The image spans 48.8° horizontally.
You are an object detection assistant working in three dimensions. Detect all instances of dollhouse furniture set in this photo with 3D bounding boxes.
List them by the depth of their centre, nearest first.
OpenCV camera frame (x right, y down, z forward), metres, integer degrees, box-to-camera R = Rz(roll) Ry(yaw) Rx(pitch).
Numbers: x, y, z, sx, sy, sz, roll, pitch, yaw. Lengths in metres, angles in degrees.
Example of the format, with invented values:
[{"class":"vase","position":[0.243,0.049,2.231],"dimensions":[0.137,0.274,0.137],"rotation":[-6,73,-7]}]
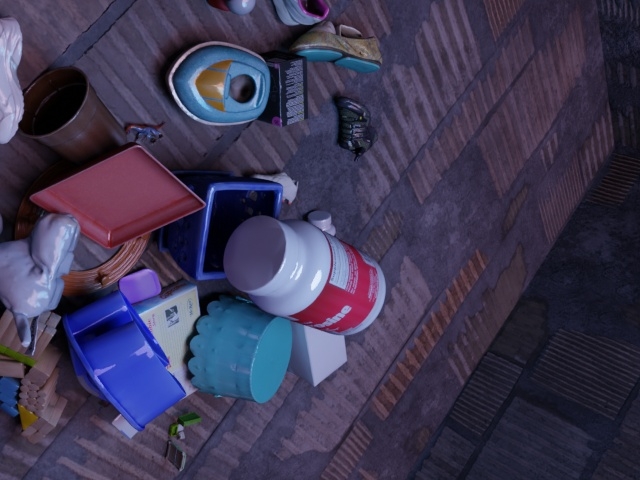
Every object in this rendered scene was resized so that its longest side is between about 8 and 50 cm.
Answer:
[{"class":"dollhouse furniture set","position":[-0.381,0.558,1.975],"dimensions":[0.059,0.076,0.151],"rotation":[-4,110,-48]}]

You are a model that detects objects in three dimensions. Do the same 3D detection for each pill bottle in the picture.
[{"class":"pill bottle","position":[-0.033,0.083,1.676],"dimensions":[0.408,0.229,0.228],"rotation":[27,87,-52]},{"class":"pill bottle","position":[0.000,0.000,2.117],"dimensions":[0.094,0.094,0.169],"rotation":[-29,129,-38]}]

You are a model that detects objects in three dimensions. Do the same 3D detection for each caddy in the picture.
[{"class":"caddy","position":[-0.448,0.276,1.571],"dimensions":[0.179,0.241,0.341],"rotation":[-31,136,-11]}]

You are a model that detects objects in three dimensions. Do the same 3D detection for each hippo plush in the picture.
[{"class":"hippo plush","position":[-0.619,0.051,1.355],"dimensions":[0.237,0.234,0.294],"rotation":[18,68,-12]}]

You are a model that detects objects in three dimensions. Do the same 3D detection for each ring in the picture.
[{"class":"ring","position":[-0.507,-0.031,1.564],"dimensions":[0.337,0.032,0.336],"rotation":[-24,126,-39]}]

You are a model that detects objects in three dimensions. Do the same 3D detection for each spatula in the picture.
[{"class":"spatula","position":[-0.510,0.155,1.656],"dimensions":[0.297,0.030,0.084],"rotation":[-32,129,-35]}]

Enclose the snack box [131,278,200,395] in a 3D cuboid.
[{"class":"snack box","position":[-0.394,0.279,1.829],"dimensions":[0.187,0.060,0.321],"rotation":[-27,128,-39]}]

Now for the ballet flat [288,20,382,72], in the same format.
[{"class":"ballet flat","position":[0.038,-0.527,1.893],"dimensions":[0.349,0.123,0.123],"rotation":[-5,112,-47]}]

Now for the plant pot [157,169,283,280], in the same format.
[{"class":"plant pot","position":[-0.255,-0.054,1.699],"dimensions":[0.236,0.212,0.235],"rotation":[-5,112,-47]}]

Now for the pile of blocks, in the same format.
[{"class":"pile of blocks","position":[-0.633,0.272,1.536],"dimensions":[0.112,0.149,0.362],"rotation":[-87,-173,-60]}]

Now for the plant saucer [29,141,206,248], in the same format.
[{"class":"plant saucer","position":[-0.413,-0.096,1.464],"dimensions":[0.259,0.047,0.258],"rotation":[-22,149,13]}]

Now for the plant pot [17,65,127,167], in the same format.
[{"class":"plant pot","position":[-0.481,-0.227,1.400],"dimensions":[0.167,0.167,0.165],"rotation":[-56,148,-12]}]

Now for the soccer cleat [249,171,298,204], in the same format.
[{"class":"soccer cleat","position":[-0.127,-0.157,1.919],"dimensions":[0.196,0.068,0.076],"rotation":[24,85,-59]}]

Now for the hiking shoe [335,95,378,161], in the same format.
[{"class":"hiking shoe","position":[0.096,-0.324,2.070],"dimensions":[0.114,0.086,0.227],"rotation":[-59,142,-15]}]

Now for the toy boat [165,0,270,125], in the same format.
[{"class":"toy boat","position":[-0.215,-0.417,1.600],"dimensions":[0.268,0.148,0.318],"rotation":[-8,112,-38]}]

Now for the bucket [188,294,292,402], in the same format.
[{"class":"bucket","position":[-0.206,0.297,1.898],"dimensions":[0.281,0.183,0.280],"rotation":[12,90,-69]}]

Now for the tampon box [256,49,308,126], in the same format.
[{"class":"tampon box","position":[-0.107,-0.382,1.775],"dimensions":[0.102,0.121,0.160],"rotation":[-26,126,-40]}]

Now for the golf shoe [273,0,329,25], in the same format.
[{"class":"golf shoe","position":[-0.071,-0.645,1.671],"dimensions":[0.115,0.140,0.306],"rotation":[-50,138,-17]}]

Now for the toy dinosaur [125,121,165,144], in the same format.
[{"class":"toy dinosaur","position":[-0.399,-0.247,1.590],"dimensions":[0.082,0.047,0.090],"rotation":[37,47,-42]}]

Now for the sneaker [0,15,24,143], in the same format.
[{"class":"sneaker","position":[-0.609,-0.292,1.282],"dimensions":[0.115,0.090,0.232],"rotation":[-8,105,-40]}]

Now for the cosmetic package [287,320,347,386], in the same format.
[{"class":"cosmetic package","position":[-0.062,0.210,2.060],"dimensions":[0.156,0.217,0.384],"rotation":[-35,133,-33]}]

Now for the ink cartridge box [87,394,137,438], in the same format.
[{"class":"ink cartridge box","position":[-0.501,0.418,1.728],"dimensions":[0.052,0.122,0.088],"rotation":[-45,137,-19]}]
